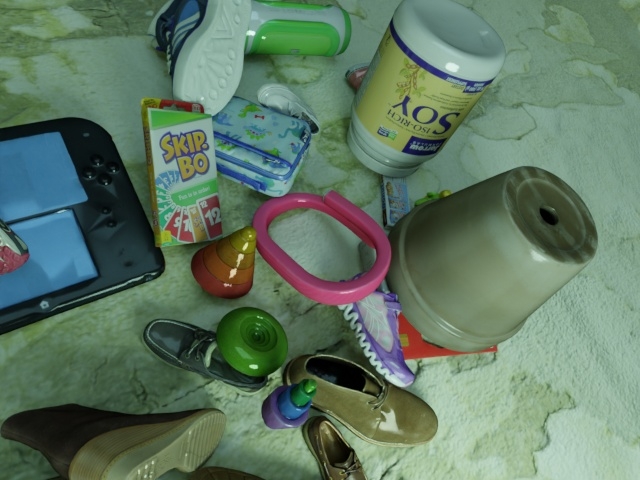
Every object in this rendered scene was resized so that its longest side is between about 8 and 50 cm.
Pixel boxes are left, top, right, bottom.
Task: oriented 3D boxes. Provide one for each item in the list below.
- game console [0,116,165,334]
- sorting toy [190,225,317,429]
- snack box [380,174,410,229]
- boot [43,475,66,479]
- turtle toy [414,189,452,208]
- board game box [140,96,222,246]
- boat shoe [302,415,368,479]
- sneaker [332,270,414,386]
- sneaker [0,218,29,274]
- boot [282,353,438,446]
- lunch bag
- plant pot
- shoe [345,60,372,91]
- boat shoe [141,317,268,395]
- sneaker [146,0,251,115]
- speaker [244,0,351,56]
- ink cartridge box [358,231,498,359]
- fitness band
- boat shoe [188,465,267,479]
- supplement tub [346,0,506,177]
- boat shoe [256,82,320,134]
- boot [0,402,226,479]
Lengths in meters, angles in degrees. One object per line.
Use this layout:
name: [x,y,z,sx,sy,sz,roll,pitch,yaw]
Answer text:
game console: [-0.500,-0.030,0.720,0.387,0.060,0.341,-21,74,-28]
sorting toy: [-0.095,0.114,0.719,0.127,0.126,0.365,1,49,-42]
snack box: [0.177,-0.107,1.049,0.064,0.022,0.178,9,62,-17]
boot: [-0.375,0.421,0.534,0.296,0.104,0.211,-9,76,-23]
turtle toy: [0.283,-0.080,1.047,0.131,0.095,0.066,11,83,-16]
board game box: [-0.247,-0.124,0.796,0.124,0.039,0.259,-9,94,-45]
boat shoe: [0.034,0.374,0.732,0.064,0.060,0.177,-27,78,-30]
sneaker: [0.111,0.150,0.813,0.105,0.095,0.236,-34,62,5]
sneaker: [-0.541,-0.074,0.634,0.299,0.121,0.112,45,29,-8]
boot: [0.089,0.280,0.770,0.306,0.115,0.112,25,57,-10]
lunch bag: [-0.138,-0.195,0.912,0.219,0.090,0.176,24,59,3]
plant pot: [0.323,0.015,0.821,0.324,0.280,0.322,10,60,-18]
shoe: [0.157,-0.439,1.185,0.178,0.063,0.081,-24,78,-24]
boat shoe: [-0.184,0.185,0.729,0.224,0.073,0.080,30,56,-8]
sneaker: [-0.283,-0.390,0.933,0.130,0.237,0.322,29,70,-50]
speaker: [-0.076,-0.523,1.092,0.297,0.131,0.131,-10,70,-26]
ink cartridge box: [0.247,0.112,0.945,0.297,0.066,0.260,1,64,-21]
fitness band: [0.000,0.000,0.847,0.209,0.054,0.291,-34,57,-29]
boat shoe: [-0.052,0.445,0.644,0.342,0.123,0.123,24,102,-15]
supplement tub: [0.210,-0.323,0.972,0.241,0.331,0.240,11,53,-15]
boat shoe: [-0.065,-0.283,0.977,0.184,0.066,0.063,25,31,-57]
boot: [-0.273,0.264,0.630,0.207,0.248,0.090,12,86,21]
